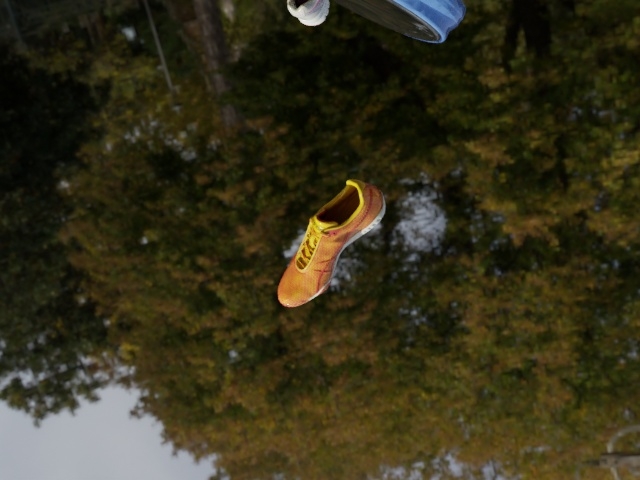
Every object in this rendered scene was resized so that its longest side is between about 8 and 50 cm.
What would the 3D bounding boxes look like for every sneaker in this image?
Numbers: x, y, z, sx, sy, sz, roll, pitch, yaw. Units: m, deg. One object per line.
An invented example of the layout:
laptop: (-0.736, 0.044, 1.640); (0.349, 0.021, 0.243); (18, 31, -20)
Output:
sneaker: (-0.023, -0.624, 2.070); (0.103, 0.252, 0.111); (7, -166, 18)
sneaker: (0.000, 0.000, 1.035); (0.067, 0.175, 0.064); (25, -166, -47)

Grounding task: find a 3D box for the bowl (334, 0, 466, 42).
bowl: (0.101, -0.509, 1.807); (0.391, 0.077, 0.391); (26, -175, -3)
